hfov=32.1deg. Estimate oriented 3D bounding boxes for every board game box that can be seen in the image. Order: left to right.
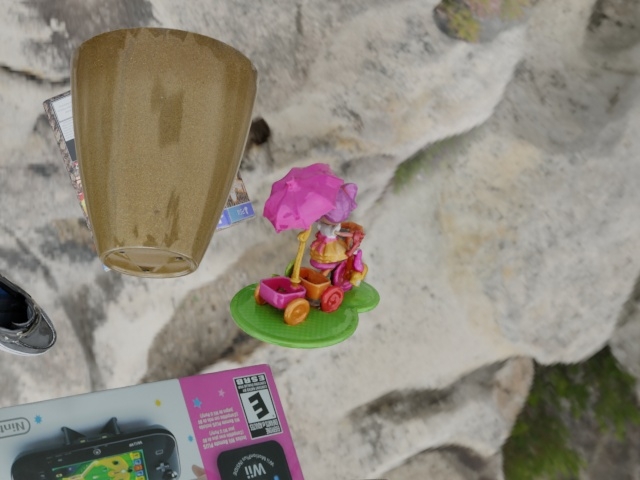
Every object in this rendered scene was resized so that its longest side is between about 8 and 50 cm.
[{"bbox_3d":[-0.273,-0.129,1.795,0.232,0.141,0.291,-19,92,14],"label":"board game box"},{"bbox_3d":[-0.090,0.235,0.606,0.224,0.303,0.097,-4,162,-45],"label":"board game box"}]

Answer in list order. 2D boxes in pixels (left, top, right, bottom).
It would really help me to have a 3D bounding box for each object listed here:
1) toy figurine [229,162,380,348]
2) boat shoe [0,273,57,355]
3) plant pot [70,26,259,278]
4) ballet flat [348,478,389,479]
[{"bbox_3d":[0.000,0.000,1.091,0.173,0.130,0.159,-15,124,-40],"label":"toy figurine"},{"bbox_3d":[-0.411,0.093,1.469,0.080,0.076,0.228,-62,144,-23],"label":"boat shoe"},{"bbox_3d":[-0.201,-0.091,1.358,0.237,0.254,0.237,2,160,1],"label":"plant pot"},{"bbox_3d":[-0.006,0.368,1.494,0.213,0.072,0.068,-32,110,2],"label":"ballet flat"}]
